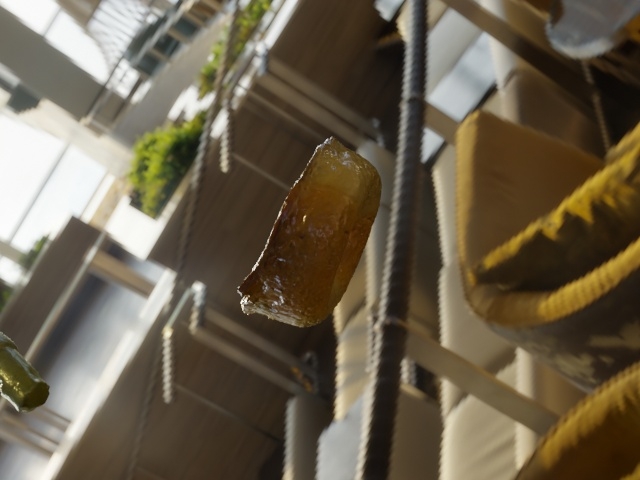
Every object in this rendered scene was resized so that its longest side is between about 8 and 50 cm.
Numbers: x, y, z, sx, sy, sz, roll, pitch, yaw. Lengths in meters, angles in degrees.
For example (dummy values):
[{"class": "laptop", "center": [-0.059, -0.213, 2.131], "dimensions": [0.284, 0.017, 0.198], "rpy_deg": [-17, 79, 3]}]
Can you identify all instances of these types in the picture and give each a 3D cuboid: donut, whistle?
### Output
[{"class": "donut", "center": [0.000, 0.000, 1.072], "dimensions": [0.190, 0.075, 0.174], "rpy_deg": [-64, -12, 9]}, {"class": "whistle", "center": [-0.327, 0.092, 1.088], "dimensions": [0.057, 0.198, 0.104], "rpy_deg": [-46, -31, -15]}]
